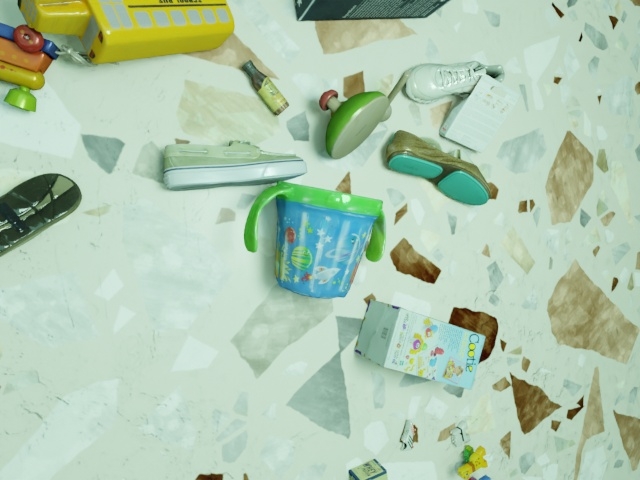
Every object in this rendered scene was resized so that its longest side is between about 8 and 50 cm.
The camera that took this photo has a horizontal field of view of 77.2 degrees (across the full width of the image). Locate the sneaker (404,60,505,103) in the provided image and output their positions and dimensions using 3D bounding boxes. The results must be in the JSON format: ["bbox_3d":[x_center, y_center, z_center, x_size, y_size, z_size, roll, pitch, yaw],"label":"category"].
[{"bbox_3d":[0.359,-0.433,1.070,0.292,0.118,0.110,-12,97,-22],"label":"sneaker"}]

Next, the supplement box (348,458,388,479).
[{"bbox_3d":[0.124,0.619,1.015,0.083,0.056,0.083,-10,95,-23],"label":"supplement box"}]

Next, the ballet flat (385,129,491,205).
[{"bbox_3d":[0.324,-0.205,1.076,0.342,0.116,0.124,18,65,-19],"label":"ballet flat"}]

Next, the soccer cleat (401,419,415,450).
[{"bbox_3d":[0.233,0.524,1.078,0.035,0.029,0.083,-2,96,-28],"label":"soccer cleat"}]

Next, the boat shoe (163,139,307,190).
[{"bbox_3d":[-0.174,-0.165,0.846,0.302,0.109,0.094,-8,92,-21],"label":"boat shoe"}]

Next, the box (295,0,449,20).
[{"bbox_3d":[0.130,-0.698,0.913,0.395,0.212,0.293,-15,98,-22],"label":"box"}]

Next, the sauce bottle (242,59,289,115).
[{"bbox_3d":[-0.124,-0.342,0.898,0.042,0.042,0.128,-48,109,-16],"label":"sauce bottle"}]

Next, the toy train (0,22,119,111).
[{"bbox_3d":[-0.506,-0.291,0.705,0.248,0.105,0.143,14,96,-23],"label":"toy train"}]

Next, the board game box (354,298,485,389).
[{"bbox_3d":[0.252,0.262,1.019,0.275,0.142,0.144,21,82,-22],"label":"board game box"}]

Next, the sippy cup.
[{"bbox_3d":[0.000,0.000,0.873,0.305,0.240,0.224,11,97,0],"label":"sippy cup"}]

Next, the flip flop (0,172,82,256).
[{"bbox_3d":[-0.560,-0.029,0.699,0.277,0.080,0.112,-40,102,-34],"label":"flip flop"}]

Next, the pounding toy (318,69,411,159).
[{"bbox_3d":[0.075,-0.308,0.938,0.237,0.183,0.110,-41,80,-18],"label":"pounding toy"}]

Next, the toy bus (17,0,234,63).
[{"bbox_3d":[-0.329,-0.406,0.719,0.332,0.108,0.130,-33,106,-40],"label":"toy bus"}]

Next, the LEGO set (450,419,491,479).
[{"bbox_3d":[0.414,0.645,1.127,0.093,0.087,0.227,-14,95,-23],"label":"LEGO set"}]

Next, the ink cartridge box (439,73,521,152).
[{"bbox_3d":[0.432,-0.345,1.095,0.145,0.045,0.179,16,117,-23],"label":"ink cartridge box"}]
